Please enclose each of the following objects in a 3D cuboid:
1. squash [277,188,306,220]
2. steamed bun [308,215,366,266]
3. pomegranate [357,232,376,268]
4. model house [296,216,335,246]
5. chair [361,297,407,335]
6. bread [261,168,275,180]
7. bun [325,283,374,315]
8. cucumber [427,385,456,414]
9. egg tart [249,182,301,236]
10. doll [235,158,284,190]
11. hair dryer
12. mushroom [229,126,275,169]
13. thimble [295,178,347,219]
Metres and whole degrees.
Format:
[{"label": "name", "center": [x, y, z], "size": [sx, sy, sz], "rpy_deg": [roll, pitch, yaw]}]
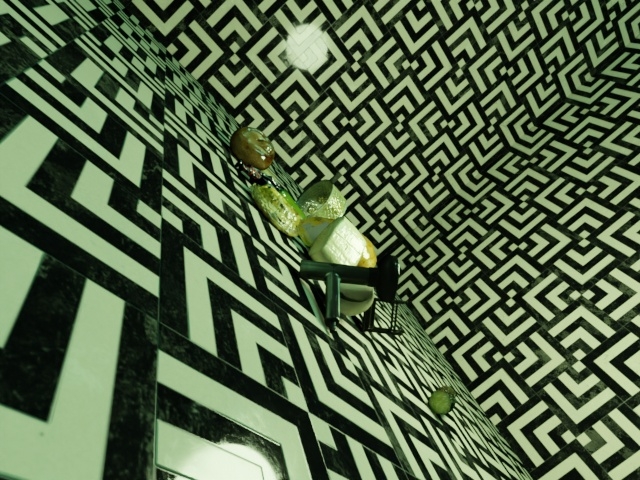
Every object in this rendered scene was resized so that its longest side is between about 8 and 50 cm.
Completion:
[{"label": "squash", "center": [-0.144, -0.148, 2.081], "size": [0.082, 0.082, 0.292], "rpy_deg": [53, 1, 30]}, {"label": "steamed bun", "center": [0.067, 0.038, 1.908], "size": [0.200, 0.250, 0.154], "rpy_deg": [47, -30, -15]}, {"label": "pomegranate", "center": [0.152, 0.070, 2.193], "size": [0.248, 0.248, 0.248], "rpy_deg": [47, 7, -8]}, {"label": "model house", "center": [0.000, 0.000, 2.101], "size": [0.219, 0.207, 0.136], "rpy_deg": [50, -26, 42]}, {"label": "chair", "center": [0.189, 0.275, 1.714], "size": [0.259, 0.142, 0.154], "rpy_deg": [4, -6, 16]}, {"label": "bread", "center": [-0.320, -0.380, 2.366], "size": [0.178, 0.060, 0.139], "rpy_deg": [50, 8, 9]}, {"label": "bun", "center": [0.097, 0.193, 1.566], "size": [0.172, 0.120, 0.173], "rpy_deg": [12, 35, -8]}, {"label": "cucumber", "center": [0.496, 0.630, 1.797], "size": [0.096, 0.096, 0.359], "rpy_deg": [52, 7, 25]}, {"label": "egg tart", "center": [-0.172, -0.134, 1.833], "size": [0.279, 0.095, 0.279], "rpy_deg": [49, 8, -9]}, {"label": "doll", "center": [-0.272, -0.271, 2.033], "size": [0.248, 0.088, 0.127], "rpy_deg": [32, 36, -34]}, {"label": "hair dryer", "center": [0.098, 0.181, 1.424], "size": [0.156, 0.320, 0.284], "rpy_deg": [101, -14, -54]}, {"label": "mushroom", "center": [-0.332, -0.449, 2.217], "size": [0.253, 0.153, 0.253], "rpy_deg": [32, 29, -21]}, {"label": "thimble", "center": [0.001, -0.185, 2.440], "size": [0.150, 0.270, 0.271], "rpy_deg": [45, 8, -33]}]
